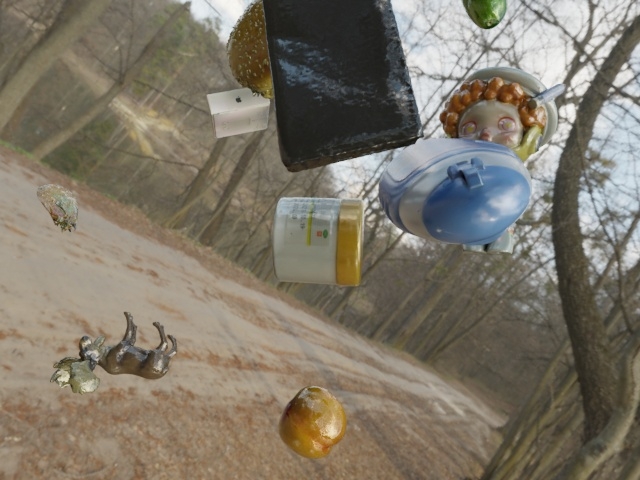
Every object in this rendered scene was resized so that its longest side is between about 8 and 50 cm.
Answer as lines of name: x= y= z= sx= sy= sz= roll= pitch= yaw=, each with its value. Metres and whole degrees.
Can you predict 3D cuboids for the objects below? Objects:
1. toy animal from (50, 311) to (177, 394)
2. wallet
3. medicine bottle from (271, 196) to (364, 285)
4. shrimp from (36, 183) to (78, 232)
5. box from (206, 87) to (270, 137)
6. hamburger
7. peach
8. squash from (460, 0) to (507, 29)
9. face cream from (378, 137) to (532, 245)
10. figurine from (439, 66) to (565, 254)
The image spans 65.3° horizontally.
toy animal: x=-0.415 y=0.239 z=1.016 sx=0.214 sy=0.186 sz=0.093 roll=17 pitch=-33 yaw=-1
wallet: x=0.010 y=-0.184 z=0.461 sx=0.025 sy=0.124 sz=0.244 roll=55 pitch=25 yaw=-70
medicine bottle: x=0.000 y=0.000 z=1.359 sx=0.232 sy=0.237 sz=0.238 roll=3 pitch=-4 yaw=5
shrimp: x=-0.754 y=-0.092 z=1.436 sx=0.115 sy=0.051 sz=0.217 roll=14 pitch=32 yaw=-42
box: x=-0.186 y=-0.290 z=1.135 sx=0.130 sy=0.129 sz=0.051 roll=125 pitch=-50 yaw=-75
hamburger: x=-0.078 y=-0.385 z=0.969 sx=0.122 sy=0.215 sz=0.189 roll=-4 pitch=73 yaw=-59
peach: x=-0.015 y=0.367 z=1.000 sx=0.138 sy=0.138 sz=0.138 roll=40 pitch=0 yaw=0
squash: x=0.301 y=-0.496 z=0.960 sx=0.082 sy=0.082 sz=0.292 roll=40 pitch=35 yaw=-35
face cream: x=0.137 y=-0.058 z=0.528 sx=0.264 sy=0.149 sz=0.083 roll=-83 pitch=150 yaw=-75
figurine: x=0.345 y=-0.158 z=1.047 sx=0.225 sy=0.381 sz=0.205 roll=18 pitch=0 yaw=33
